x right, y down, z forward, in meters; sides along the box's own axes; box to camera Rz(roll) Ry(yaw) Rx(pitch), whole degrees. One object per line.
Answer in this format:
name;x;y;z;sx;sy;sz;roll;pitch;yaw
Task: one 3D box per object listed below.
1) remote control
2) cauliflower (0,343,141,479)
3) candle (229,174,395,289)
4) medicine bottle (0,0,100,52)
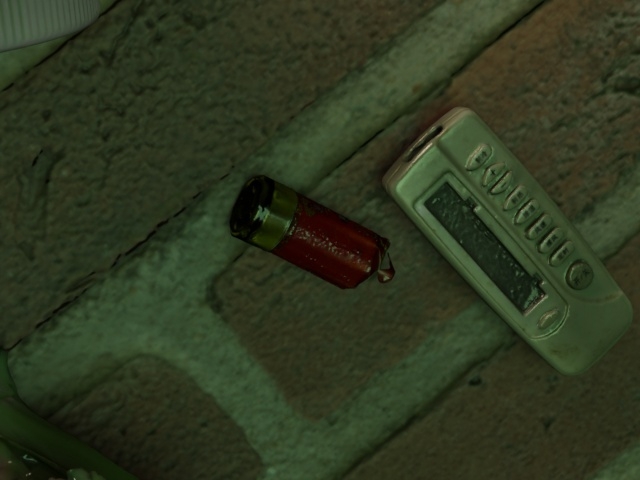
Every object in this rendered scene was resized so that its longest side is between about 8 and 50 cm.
remote control;0.145;0.004;1.181;0.090;0.049;0.230;-43;113;-1
cauliflower;-0.193;0.201;1.064;0.256;0.315;0.239;-9;148;-45
candle;0.000;0.000;1.136;0.131;0.052;0.052;25;96;-22
medicine bottle;-0.263;-0.231;0.885;0.253;0.252;0.240;-8;107;-15
